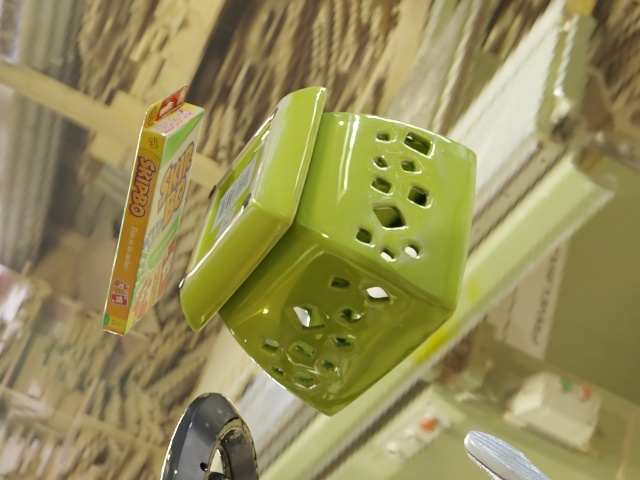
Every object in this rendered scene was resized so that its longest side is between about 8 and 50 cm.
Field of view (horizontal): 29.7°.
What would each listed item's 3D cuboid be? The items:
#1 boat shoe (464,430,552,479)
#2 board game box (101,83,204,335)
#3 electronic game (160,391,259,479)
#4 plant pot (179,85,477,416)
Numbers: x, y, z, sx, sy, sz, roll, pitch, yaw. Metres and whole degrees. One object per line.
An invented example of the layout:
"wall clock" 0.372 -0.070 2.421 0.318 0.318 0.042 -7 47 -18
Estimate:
"boat shoe" 0.292 0.368 1.758 0.083 0.226 0.076 0 -59 -58
"board game box" -0.180 -0.035 1.314 0.124 0.039 0.260 -55 -21 -66
"electronic game" -0.099 0.248 1.056 0.229 0.048 0.229 0 -90 -77
"plant pot" 0.000 0.000 1.182 0.228 0.207 0.227 -48 20 43
